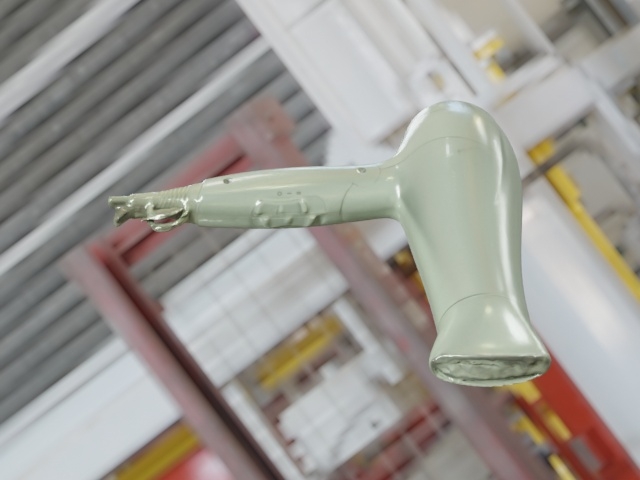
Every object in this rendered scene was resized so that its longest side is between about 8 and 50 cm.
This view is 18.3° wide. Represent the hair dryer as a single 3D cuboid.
[{"bbox_3d":[0.000,0.000,1.097,0.206,0.237,0.075,-91,5,-52],"label":"hair dryer"}]
